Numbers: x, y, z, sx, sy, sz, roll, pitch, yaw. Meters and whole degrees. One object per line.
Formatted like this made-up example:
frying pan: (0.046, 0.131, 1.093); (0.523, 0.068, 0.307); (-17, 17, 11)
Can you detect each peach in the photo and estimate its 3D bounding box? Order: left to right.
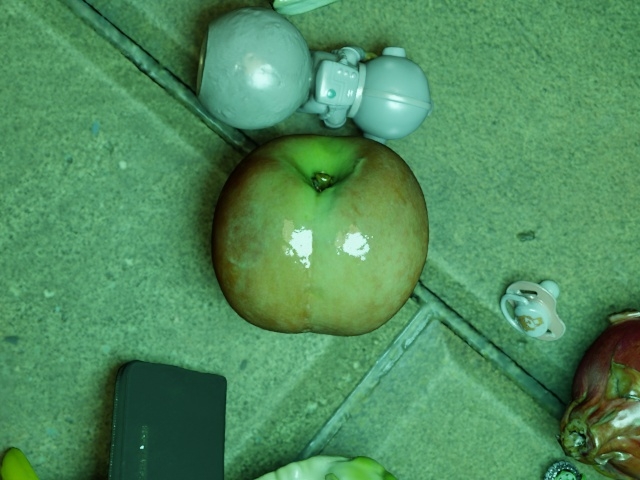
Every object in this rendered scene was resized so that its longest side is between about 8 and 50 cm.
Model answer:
peach: (0.000, 0.000, 1.284); (0.252, 0.252, 0.252); (-1, 95, -8)

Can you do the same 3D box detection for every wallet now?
wallet: (-0.176, 0.263, 1.297); (0.149, 0.044, 0.250); (15, 58, -26)

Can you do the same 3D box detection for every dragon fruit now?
dragon fruit: (0.429, 0.191, 1.364); (0.315, 0.250, 0.250); (-14, 97, -5)

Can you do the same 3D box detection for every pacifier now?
pacifier: (0.276, 0.079, 1.421); (0.078, 0.081, 0.099); (-50, 129, -33)

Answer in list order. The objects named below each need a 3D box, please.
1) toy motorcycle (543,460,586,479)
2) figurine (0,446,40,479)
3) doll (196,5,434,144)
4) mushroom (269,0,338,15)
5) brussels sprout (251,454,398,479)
toy motorcycle: (0.327, 0.380, 1.450); (0.106, 0.074, 0.190); (5, 94, -17)
figurine: (-0.257, 0.404, 1.308); (0.218, 0.169, 0.327); (-7, 93, -2)
doll: (0.001, -0.186, 1.313); (0.287, 0.151, 0.151); (10, 93, -12)
mushroom: (0.075, -0.356, 1.335); (0.312, 0.081, 0.100); (-24, 55, -5)
brussels sprout: (0.021, 0.446, 1.299); (0.276, 0.315, 0.371); (-19, 61, 18)
